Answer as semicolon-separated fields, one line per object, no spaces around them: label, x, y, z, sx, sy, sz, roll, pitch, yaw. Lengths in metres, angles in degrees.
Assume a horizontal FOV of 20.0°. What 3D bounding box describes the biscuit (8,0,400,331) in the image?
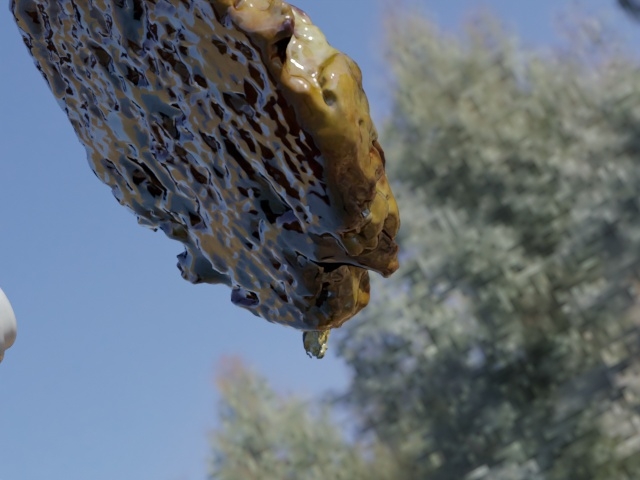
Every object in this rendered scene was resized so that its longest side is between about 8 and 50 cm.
biscuit;-0.066;-0.084;1.184;0.081;0.289;0.334;-47;-46;-29

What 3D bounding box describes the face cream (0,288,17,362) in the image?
face cream;-0.318;0.078;1.566;0.095;0.091;0.091;-30;-14;-35

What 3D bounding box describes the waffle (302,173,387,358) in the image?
waffle;0.000;0.000;1.301;0.023;0.153;0.097;11;-17;32
